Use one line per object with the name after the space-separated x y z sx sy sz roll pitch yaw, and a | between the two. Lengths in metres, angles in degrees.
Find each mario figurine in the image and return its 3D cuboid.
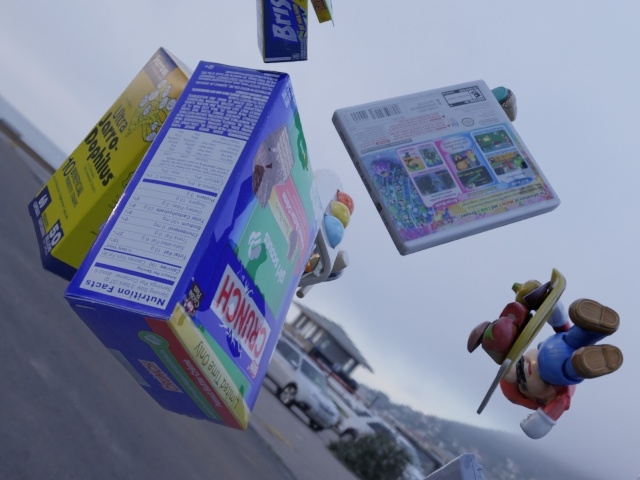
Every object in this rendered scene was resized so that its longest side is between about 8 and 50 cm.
0.396 0.222 1.287 0.170 0.198 0.320 40 -26 13 | mario figurine

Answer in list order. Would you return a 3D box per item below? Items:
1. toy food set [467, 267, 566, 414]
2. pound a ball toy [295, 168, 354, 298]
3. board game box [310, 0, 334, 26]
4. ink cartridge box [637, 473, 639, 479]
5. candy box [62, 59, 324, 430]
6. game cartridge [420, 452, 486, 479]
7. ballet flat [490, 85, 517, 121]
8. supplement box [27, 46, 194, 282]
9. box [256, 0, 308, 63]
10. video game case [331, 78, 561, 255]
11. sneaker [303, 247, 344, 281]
0.254 0.114 0.981 0.071 0.218 0.128 33 -34 21 | toy food set
0.000 0.000 1.259 0.319 0.135 0.208 -62 136 -70 | pound a ball toy
-0.025 -0.543 1.399 0.259 0.039 0.124 57 23 -50 | board game box
0.559 0.396 0.963 0.056 0.181 0.225 13 53 -58 | ink cartridge box
-0.112 0.009 0.813 0.122 0.317 0.268 11 -31 18 | candy box
0.228 0.532 1.217 0.060 0.294 0.196 8 -38 -20 | game cartridge
0.231 -0.183 1.203 0.067 0.206 0.073 50 34 -33 | ballet flat
-0.275 -0.095 1.174 0.195 0.356 0.194 36 9 -41 | supplement box
-0.044 -0.289 0.814 0.059 0.054 0.169 -109 -164 -53 | box
0.107 -0.068 0.623 0.143 0.157 0.019 65 -23 23 | video game case
-0.022 -0.047 1.638 0.321 0.124 0.180 -114 -159 -58 | sneaker
